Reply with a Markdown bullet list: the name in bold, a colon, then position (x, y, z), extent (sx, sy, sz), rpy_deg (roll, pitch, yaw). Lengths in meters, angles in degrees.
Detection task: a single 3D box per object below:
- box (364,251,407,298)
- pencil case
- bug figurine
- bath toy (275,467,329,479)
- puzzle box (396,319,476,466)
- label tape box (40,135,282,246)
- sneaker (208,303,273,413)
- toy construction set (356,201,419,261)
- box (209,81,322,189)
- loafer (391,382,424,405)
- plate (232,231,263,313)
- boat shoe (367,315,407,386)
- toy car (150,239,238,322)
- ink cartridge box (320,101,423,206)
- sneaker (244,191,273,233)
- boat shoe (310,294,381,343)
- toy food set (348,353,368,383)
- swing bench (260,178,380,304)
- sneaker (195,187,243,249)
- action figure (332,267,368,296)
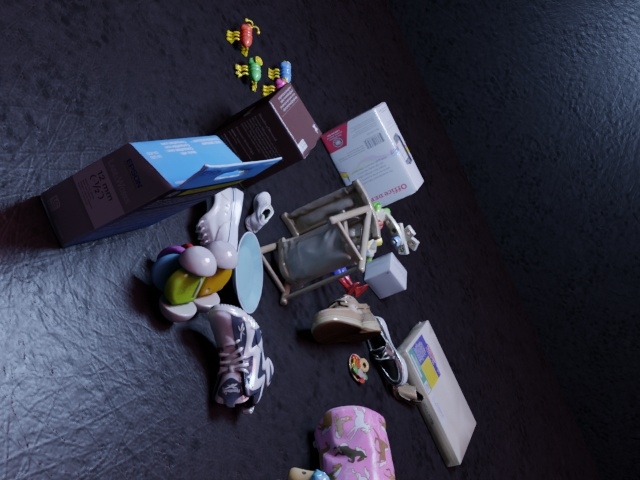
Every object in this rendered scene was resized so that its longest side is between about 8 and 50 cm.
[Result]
- **box**: position (0.209, 0.113, 2.145), extent (0.101, 0.102, 0.087), rpy_deg (50, 29, -28)
- **pencil case**: position (0.075, 0.558, 1.459), extent (0.160, 0.167, 0.386), rpy_deg (26, 36, -24)
- **bug figurine**: position (-0.163, -0.521, 2.016), extent (0.279, 0.072, 0.216), rpy_deg (34, 42, -46)
- **bath toy**: position (-0.091, 0.565, 1.247), extent (0.151, 0.129, 0.348), rpy_deg (64, 28, -5)
- **puzzle box**: position (0.383, 0.493, 2.210), extent (0.409, 0.052, 0.272), rpy_deg (65, 28, -3)
- **label tape box**: position (-0.280, -0.113, 1.200), extent (0.249, 0.347, 0.115), rpy_deg (-23, 89, -62)
- **sneaker**: position (-0.174, 0.253, 1.353), extent (0.153, 0.094, 0.235), rpy_deg (-76, 157, -51)
- **toy construction set**: position (0.157, -0.029, 2.040), extent (0.327, 0.215, 0.151), rpy_deg (-7, 116, -47)
- **box**: position (-0.138, -0.268, 1.724), extent (0.167, 0.203, 0.168), rpy_deg (57, 29, -17)
- **loafer**: position (0.263, 0.457, 2.029), extent (0.148, 0.050, 0.056), rpy_deg (36, 40, -44)
- **plate**: position (-0.171, 0.074, 1.540), extent (0.188, 0.024, 0.188), rpy_deg (-1, 90, -78)
- **boat shoe**: position (0.181, 0.328, 1.968), extent (0.070, 0.077, 0.219), rpy_deg (3, 58, -60)
- **toy car**: position (-0.263, 0.063, 1.342), extent (0.136, 0.159, 0.182), rpy_deg (36, 23, 17)
- **ink cartridge box**: position (0.175, -0.274, 2.251), extent (0.306, 0.226, 0.131), rpy_deg (62, 29, -11)
- **sneaker**: position (-0.144, -0.077, 1.721), extent (0.054, 0.061, 0.152), rpy_deg (49, 31, -26)
- **boat shoe**: position (0.057, 0.209, 1.804), extent (0.341, 0.121, 0.110), rpy_deg (26, 42, -65)
- **toy food set**: position (0.106, 0.355, 1.865), extent (0.083, 0.020, 0.083), rpy_deg (46, 34, -34)
- **swing bench**: position (0.000, 0.000, 1.705), extent (0.165, 0.253, 0.255), rpy_deg (59, 29, -14)
- **sneaker**: position (-0.236, -0.010, 1.500), extent (0.091, 0.094, 0.258), rpy_deg (15, 55, -19)
- **action figure**: position (0.049, 0.007, 1.851), extent (0.280, 0.139, 0.091), rpy_deg (49, 11, 25)
